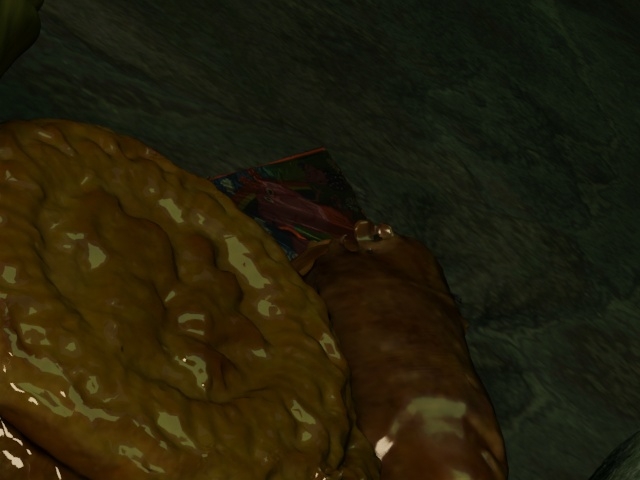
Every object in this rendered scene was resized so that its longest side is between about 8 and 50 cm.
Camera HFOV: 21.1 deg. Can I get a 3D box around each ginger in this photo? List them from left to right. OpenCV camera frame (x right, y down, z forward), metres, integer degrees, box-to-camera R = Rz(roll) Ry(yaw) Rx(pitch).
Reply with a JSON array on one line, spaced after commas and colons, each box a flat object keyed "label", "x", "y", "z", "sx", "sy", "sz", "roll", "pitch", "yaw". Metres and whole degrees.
[{"label": "ginger", "x": 0.035, "y": 0.088, "z": 0.884, "sx": 0.107, "sy": 0.133, "sz": 0.309, "roll": -1, "pitch": 32, "yaw": -13}]

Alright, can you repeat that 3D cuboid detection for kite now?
[{"label": "kite", "x": 0.000, "y": 0.000, "z": 1.181, "sx": 0.234, "sy": 0.016, "sz": 0.321, "roll": 21, "pitch": 24, "yaw": -30}]

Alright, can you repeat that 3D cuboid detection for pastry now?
[{"label": "pastry", "x": -0.090, "y": 0.066, "z": 0.756, "sx": 0.235, "sy": 0.132, "sz": 0.240, "roll": 47, "pitch": 29, "yaw": 8}]

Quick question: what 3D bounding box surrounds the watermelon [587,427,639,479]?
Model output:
[{"label": "watermelon", "x": 0.267, "y": 0.212, "z": 1.006, "sx": 0.256, "sy": 0.140, "sz": 0.193, "roll": 39, "pitch": 27, "yaw": -10}]

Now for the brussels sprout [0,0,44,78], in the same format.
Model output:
[{"label": "brussels sprout", "x": -0.264, "y": -0.136, "z": 0.701, "sx": 0.344, "sy": 0.268, "sz": 0.344, "roll": 19, "pitch": 29, "yaw": -11}]
